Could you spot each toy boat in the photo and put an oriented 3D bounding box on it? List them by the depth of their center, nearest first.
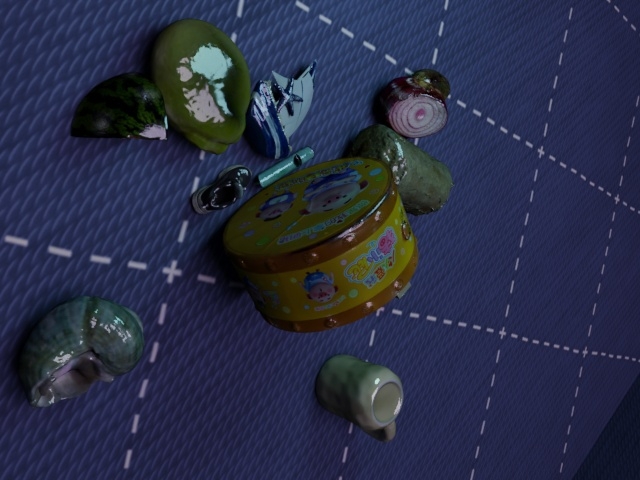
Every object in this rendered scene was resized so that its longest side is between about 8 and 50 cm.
[{"bbox_3d":[-0.090,-0.341,1.583,0.291,0.070,0.210,-67,152,-11],"label":"toy boat"}]

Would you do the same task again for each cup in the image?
[{"bbox_3d":[0.113,0.457,1.816,0.173,0.202,0.255,-13,106,-40],"label":"cup"}]

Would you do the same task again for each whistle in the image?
[{"bbox_3d":[-0.092,-0.183,1.645,0.186,0.039,0.039,-35,118,-33],"label":"whistle"}]

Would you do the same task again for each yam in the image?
[{"bbox_3d":[0.214,-0.186,1.814,0.300,0.195,0.195,22,82,-42],"label":"yam"}]

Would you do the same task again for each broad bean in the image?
[{"bbox_3d":[-0.251,-0.333,1.422,0.238,0.119,0.291,-39,121,-33],"label":"broad bean"}]

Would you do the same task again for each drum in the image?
[{"bbox_3d":[0.000,0.000,1.507,0.431,0.431,0.214,-42,122,-30],"label":"drum"}]

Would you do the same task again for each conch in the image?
[{"bbox_3d":[-0.455,0.208,1.299,0.277,0.195,0.220,-39,144,-58],"label":"conch"}]

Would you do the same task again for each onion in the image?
[{"bbox_3d":[0.246,-0.358,1.869,0.195,0.140,0.218,5,134,-25],"label":"onion"}]

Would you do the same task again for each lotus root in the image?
[{"bbox_3d":[0.328,-0.460,1.951,0.179,0.080,0.089,2,96,-42],"label":"lotus root"}]

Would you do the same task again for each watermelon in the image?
[{"bbox_3d":[-0.407,-0.253,1.306,0.145,0.193,0.137,-4,143,-40],"label":"watermelon"}]

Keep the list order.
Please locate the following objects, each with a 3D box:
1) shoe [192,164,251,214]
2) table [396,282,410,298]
[{"bbox_3d":[-0.208,-0.116,1.509,0.169,0.099,0.071,-40,118,-32],"label":"shoe"},{"bbox_3d":[0.206,0.117,1.927,0.062,0.083,0.079,-45,124,-27],"label":"table"}]
